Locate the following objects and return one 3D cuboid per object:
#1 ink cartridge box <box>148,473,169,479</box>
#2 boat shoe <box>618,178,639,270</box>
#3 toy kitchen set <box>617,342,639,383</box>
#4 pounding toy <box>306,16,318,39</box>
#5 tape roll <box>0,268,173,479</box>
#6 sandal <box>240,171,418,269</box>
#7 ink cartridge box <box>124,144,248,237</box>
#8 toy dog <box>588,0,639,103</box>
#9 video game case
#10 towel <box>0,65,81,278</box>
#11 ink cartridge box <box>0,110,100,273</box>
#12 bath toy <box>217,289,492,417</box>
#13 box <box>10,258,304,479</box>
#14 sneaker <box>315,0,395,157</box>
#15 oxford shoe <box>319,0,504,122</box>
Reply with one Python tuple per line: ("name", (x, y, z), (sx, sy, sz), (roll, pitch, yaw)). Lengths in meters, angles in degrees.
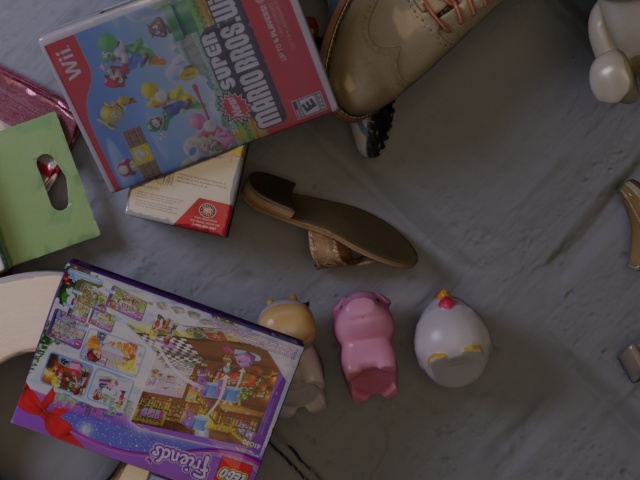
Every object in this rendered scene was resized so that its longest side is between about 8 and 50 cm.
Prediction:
("ink cartridge box", (-0.189, 0.310, 1.525), (0.048, 0.083, 0.028), (21, 55, -5))
("boat shoe", (0.427, 0.014, 1.666), (0.072, 0.068, 0.190), (-31, 93, 9))
("toy kitchen set", (0.508, 0.200, 1.666), (0.166, 0.122, 0.207), (-28, 73, -3))
("pounding toy", (-0.091, -0.256, 1.531), (0.183, 0.237, 0.110), (-39, 76, 30))
("tape roll", (-0.331, 0.229, 1.576), (0.391, 0.072, 0.392), (0, 91, -5))
("sandal", (0.001, -0.004, 1.636), (0.240, 0.088, 0.079), (25, 123, -12))
("ink cartridge box", (-0.156, -0.103, 1.587), (0.128, 0.127, 0.176), (13, 91, -3))
("toy dog", (0.450, -0.310, 1.503), (0.408, 0.284, 0.395), (36, 68, -30))
("video game case", (-0.145, -0.189, 1.458), (0.285, 0.025, 0.204), (-20, 118, 4))
("towel", (-0.465, -0.068, 1.612), (0.237, 0.037, 0.329), (26, 89, -3))
("ink cartridge box", (-0.409, -0.043, 1.572), (0.235, 0.056, 0.171), (-20, 91, 0))
("bath toy", (0.037, 0.123, 1.614), (0.348, 0.129, 0.151), (-7, 136, -2))
("box", (-0.189, 0.164, 1.515), (0.293, 0.057, 0.201), (21, 93, -4))
("sneaker", (0.041, -0.221, 1.632), (0.086, 0.085, 0.237), (-6, 96, 23))
("oxford shoe", (0.144, -0.302, 1.546), (0.140, 0.146, 0.397), (45, 72, -26))
